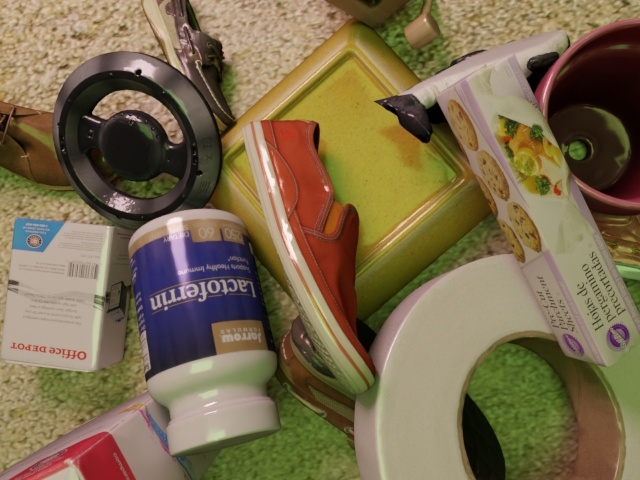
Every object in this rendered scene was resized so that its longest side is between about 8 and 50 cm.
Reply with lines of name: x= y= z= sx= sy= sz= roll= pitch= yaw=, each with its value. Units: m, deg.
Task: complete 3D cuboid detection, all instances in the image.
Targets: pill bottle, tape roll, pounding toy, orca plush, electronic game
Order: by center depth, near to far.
tape roll: x=0.228 y=0.210 z=0.596 sx=0.392 sy=0.072 sz=0.392 roll=4 pitch=74 yaw=-16
pill bottle: x=-0.137 y=0.109 z=0.644 sx=0.153 sy=0.153 sz=0.264 roll=-18 pitch=69 yaw=5
orca plush: x=0.205 y=-0.166 z=0.653 sx=0.151 sy=0.287 sz=0.102 roll=8 pitch=124 yaw=44
electronic game: x=-0.235 y=-0.120 z=0.685 sx=0.229 sy=0.048 sz=0.229 roll=4 pitch=111 yaw=11
pounding toy: x=0.070 y=-0.322 z=0.691 sx=0.094 sy=0.181 sz=0.206 roll=-30 pitch=75 yaw=32

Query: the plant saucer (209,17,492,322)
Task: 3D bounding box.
plant saucer: x=0.031 y=-0.087 z=0.705 sx=0.333 sy=0.081 sz=0.332 roll=-41 pitch=84 yaw=3

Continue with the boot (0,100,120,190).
boot: x=-0.422 y=-0.143 z=0.740 sx=0.305 sy=0.115 sz=0.112 roll=14 pitch=84 yaw=4

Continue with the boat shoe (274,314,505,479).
boat shoe: x=0.082 y=0.210 z=0.676 sx=0.324 sy=0.122 sz=0.120 roll=38 pitch=125 yaw=-3

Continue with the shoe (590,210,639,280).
shoe: x=0.414 y=0.012 z=0.666 sx=0.178 sy=0.063 sz=0.081 roll=10 pitch=91 yaw=10

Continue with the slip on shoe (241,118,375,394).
slip on shoe: x=0.000 y=0.000 z=0.585 sx=0.101 sy=0.123 sz=0.331 roll=-17 pitch=67 yaw=-5

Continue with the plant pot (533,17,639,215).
plant pot: x=0.333 y=-0.124 z=0.623 sx=0.201 sy=0.180 sz=0.201 roll=0 pitch=87 yaw=7

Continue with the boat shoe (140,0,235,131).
boat shoe: x=-0.169 y=-0.255 z=0.733 sx=0.073 sy=0.080 sz=0.223 roll=-31 pitch=78 yaw=5

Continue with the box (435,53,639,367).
box: x=0.226 y=-0.026 z=0.550 sx=0.063 sy=0.067 sz=0.324 roll=-30 pitch=98 yaw=-12

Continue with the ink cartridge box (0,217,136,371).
ink cartridge box: x=-0.342 y=0.071 z=0.735 sx=0.140 sy=0.082 sz=0.190 roll=5 pitch=89 yaw=7

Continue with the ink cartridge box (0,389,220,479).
ink cartridge box: x=-0.268 y=0.285 z=0.603 sx=0.226 sy=0.306 sz=0.131 roll=-28 pitch=86 yaw=4
